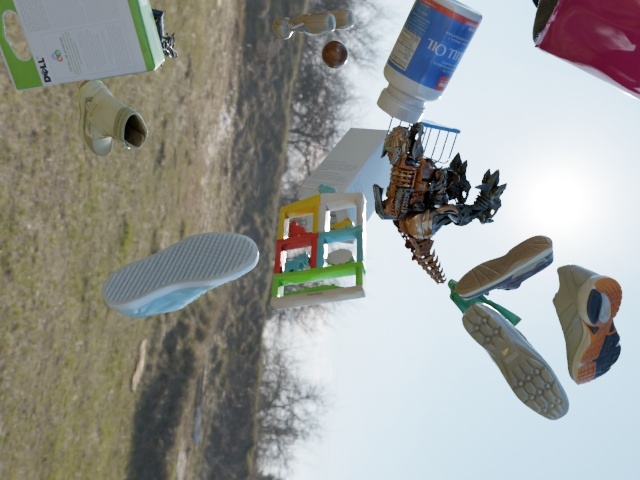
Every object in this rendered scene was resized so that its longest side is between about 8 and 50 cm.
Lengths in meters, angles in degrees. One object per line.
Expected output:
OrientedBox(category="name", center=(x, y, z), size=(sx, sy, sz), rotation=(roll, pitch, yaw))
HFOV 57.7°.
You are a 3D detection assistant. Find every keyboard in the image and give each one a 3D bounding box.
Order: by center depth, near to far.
OrientedBox(category="keyboard", center=(-0.342, -0.401, 1.181), size=(0.192, 0.100, 0.038), rotation=(138, -49, -72))

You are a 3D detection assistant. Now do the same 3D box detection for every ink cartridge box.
OrientedBox(category="ink cartridge box", center=(-0.434, -0.384, 1.032), size=(0.097, 0.255, 0.188), rotation=(-98, 179, -64))

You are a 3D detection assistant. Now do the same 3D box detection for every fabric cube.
OrientedBox(category="fabric cube", center=(0.565, -0.423, 0.976), size=(0.259, 0.258, 0.254), rotation=(-58, 170, -1))

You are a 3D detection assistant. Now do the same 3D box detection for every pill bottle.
OrientedBox(category="pill bottle", center=(0.192, -0.334, 1.072), size=(0.124, 0.124, 0.221), rotation=(-96, -153, -57))

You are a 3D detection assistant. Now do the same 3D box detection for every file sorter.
OrientedBox(category="file sorter", center=(0.274, -0.275, 1.584), size=(0.118, 0.170, 0.104), rotation=(30, -69, 43))

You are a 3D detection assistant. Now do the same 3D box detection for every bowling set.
OrientedBox(category="bowling set", center=(-0.031, -0.435, 1.132), size=(0.287, 0.154, 0.199), rotation=(-34, 125, -57))

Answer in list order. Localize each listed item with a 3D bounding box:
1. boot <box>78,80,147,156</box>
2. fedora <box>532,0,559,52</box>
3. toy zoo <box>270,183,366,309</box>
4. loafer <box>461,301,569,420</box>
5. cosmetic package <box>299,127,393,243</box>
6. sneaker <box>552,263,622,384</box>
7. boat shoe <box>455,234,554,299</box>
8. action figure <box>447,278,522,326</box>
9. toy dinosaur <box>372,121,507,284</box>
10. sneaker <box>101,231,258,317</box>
OrientedBox(category="boot", center=(-0.587, -0.307, 1.658), size=(0.095, 0.203, 0.262), rotation=(-39, 158, -40))
OrientedBox(category="fedora", center=(0.623, -0.543, 1.423), size=(0.152, 0.334, 0.334), rotation=(-63, -171, 1))
OrientedBox(category="toy zoo", center=(0.000, 0.000, 1.214), size=(0.030, 0.192, 0.293), rotation=(61, 25, -49))
OrientedBox(category="loafer", center=(0.468, 0.277, 1.383), size=(0.112, 0.319, 0.111), rotation=(-42, 165, 22))
OrientedBox(category="cosmetic package", center=(0.099, -0.178, 1.803), size=(0.365, 0.155, 0.197), rotation=(-54, 143, -43))
OrientedBox(category="sneaker", center=(0.506, 0.158, 1.129), size=(0.121, 0.099, 0.262), rotation=(-129, -153, -58))
OrientedBox(category="boat shoe", center=(0.501, 0.091, 1.560), size=(0.092, 0.285, 0.103), rotation=(59, 0, -26))
OrientedBox(category="action figure", center=(0.443, 0.181, 1.652), size=(0.137, 0.232, 0.063), rotation=(-37, -154, 33))
OrientedBox(category="toy dinosaur", center=(0.201, -0.069, 1.088), size=(0.322, 0.218, 0.164), rotation=(83, -19, -48))
OrientedBox(category="sneaker", center=(-0.319, 0.087, 1.386), size=(0.150, 0.366, 0.135), rotation=(80, -6, -63))
